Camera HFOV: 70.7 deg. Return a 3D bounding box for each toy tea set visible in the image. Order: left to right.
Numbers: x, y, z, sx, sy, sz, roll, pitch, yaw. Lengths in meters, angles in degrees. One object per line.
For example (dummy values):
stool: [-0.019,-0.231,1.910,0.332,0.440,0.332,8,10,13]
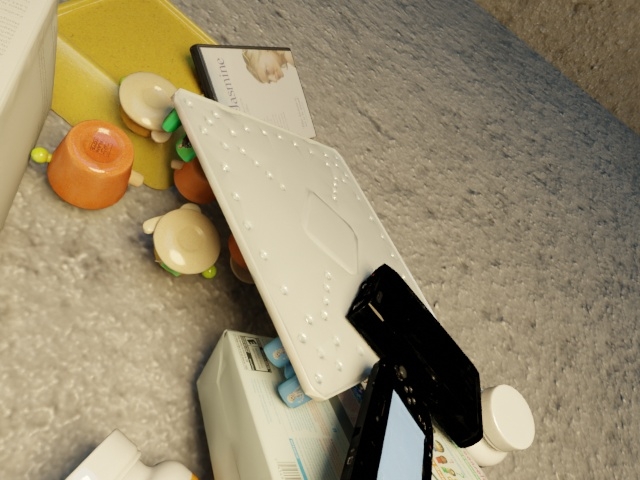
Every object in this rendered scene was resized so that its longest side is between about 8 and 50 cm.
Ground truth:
toy tea set: [-0.205,-0.052,0.624,0.336,0.124,0.200,50,50,-11]

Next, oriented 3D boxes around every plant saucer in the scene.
plant saucer: [-0.283,-0.291,0.739,0.332,0.081,0.333,40,47,-8]

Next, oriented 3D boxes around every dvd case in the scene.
dvd case: [-0.106,-0.255,0.806,0.253,0.022,0.181,-31,107,-52]

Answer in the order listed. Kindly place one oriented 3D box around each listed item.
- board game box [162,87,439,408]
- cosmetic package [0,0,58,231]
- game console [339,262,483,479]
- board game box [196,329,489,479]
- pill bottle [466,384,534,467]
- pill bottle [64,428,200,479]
board game box: [0.000,0.000,0.638,0.389,0.050,0.390,3,55,-57]
cosmetic package: [-0.393,-0.094,0.444,0.156,0.217,0.386,16,52,-25]
game console: [0.098,0.176,0.473,0.213,0.044,0.361,49,27,-6]
board game box: [0.029,0.231,0.523,0.303,0.098,0.224,18,22,-33]
pill bottle: [0.206,0.271,0.651,0.107,0.180,0.108,18,54,-25]
pill bottle: [-0.142,0.300,0.417,0.246,0.136,0.136,45,46,-2]
